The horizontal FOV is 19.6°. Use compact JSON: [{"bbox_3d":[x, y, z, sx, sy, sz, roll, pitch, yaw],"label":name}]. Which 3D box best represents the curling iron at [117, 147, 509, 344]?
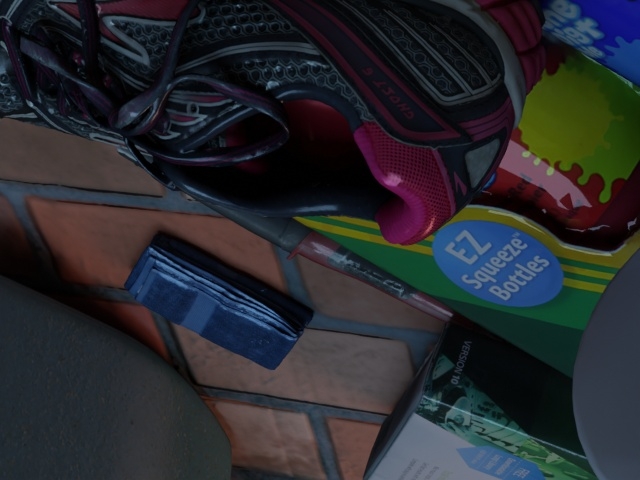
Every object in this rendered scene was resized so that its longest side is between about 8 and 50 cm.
[{"bbox_3d":[0.000,0.000,1.113,0.274,0.035,0.068,23,-174,7],"label":"curling iron"}]

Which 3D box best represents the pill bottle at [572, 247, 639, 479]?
[{"bbox_3d":[0.262,0.158,0.830,0.229,0.229,0.407,-4,143,30],"label":"pill bottle"}]

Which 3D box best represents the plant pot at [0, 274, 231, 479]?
[{"bbox_3d":[-0.204,0.198,1.310,0.252,0.247,0.247,21,148,-35],"label":"plant pot"}]

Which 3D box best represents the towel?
[{"bbox_3d":[-0.070,0.044,1.222,0.119,0.029,0.067,27,143,-7],"label":"towel"}]

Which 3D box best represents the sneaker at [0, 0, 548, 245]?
[{"bbox_3d":[-0.066,-0.074,0.745,0.299,0.112,0.121,7,140,24],"label":"sneaker"}]

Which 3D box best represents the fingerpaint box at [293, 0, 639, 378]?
[{"bbox_3d":[0.093,-0.167,0.774,0.371,0.163,0.445,30,142,-9],"label":"fingerpaint box"}]

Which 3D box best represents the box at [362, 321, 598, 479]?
[{"bbox_3d":[0.198,0.162,1.155,0.322,0.058,0.232,19,159,0],"label":"box"}]
